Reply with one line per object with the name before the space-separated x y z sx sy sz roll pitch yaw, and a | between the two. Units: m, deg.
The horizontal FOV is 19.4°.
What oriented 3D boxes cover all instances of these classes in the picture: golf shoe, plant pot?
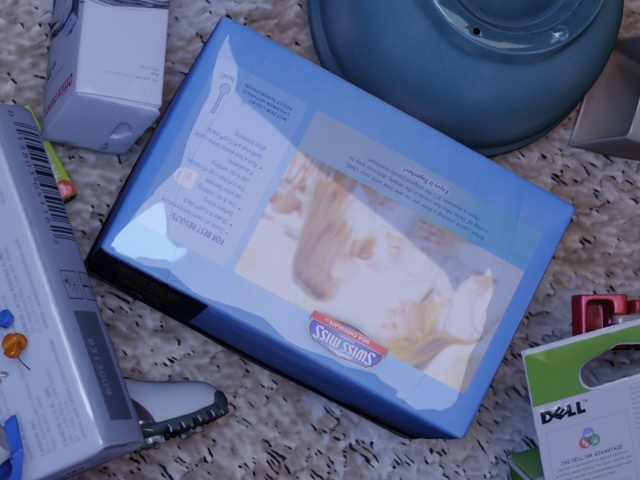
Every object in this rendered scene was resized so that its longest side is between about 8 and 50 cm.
golf shoe | -0.216 0.136 1.646 0.273 0.105 0.120 -5 80 -11
plant pot | 0.317 -0.126 1.773 0.096 0.109 0.109 22 80 -20
plant pot | 0.149 -0.231 1.680 0.293 0.196 0.293 1 84 -11

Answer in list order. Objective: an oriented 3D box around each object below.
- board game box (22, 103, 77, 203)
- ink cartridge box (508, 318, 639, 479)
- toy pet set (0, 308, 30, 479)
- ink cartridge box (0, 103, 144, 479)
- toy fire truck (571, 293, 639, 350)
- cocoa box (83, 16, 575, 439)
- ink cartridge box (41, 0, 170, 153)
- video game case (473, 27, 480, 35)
board game box | -0.319 -0.038 1.673 0.181 0.043 0.092 -29 90 -12
ink cartridge box | 0.270 0.185 1.694 0.188 0.097 0.255 -14 105 -12
toy pet set | -0.261 0.139 1.477 0.122 0.114 0.065 -40 128 11
ink cartridge box | -0.371 0.098 1.585 0.385 0.091 0.308 -24 80 18
toy fire truck | 0.313 0.076 1.731 0.192 0.135 0.047 0 84 -10
cocoa box | 0.000 0.000 1.634 0.347 0.228 0.231 28 80 -6
ink cartridge box | -0.186 -0.189 1.645 0.082 0.139 0.191 10 71 -19
video game case | 0.104 -0.252 1.785 0.173 0.022 0.190 6 83 -10
